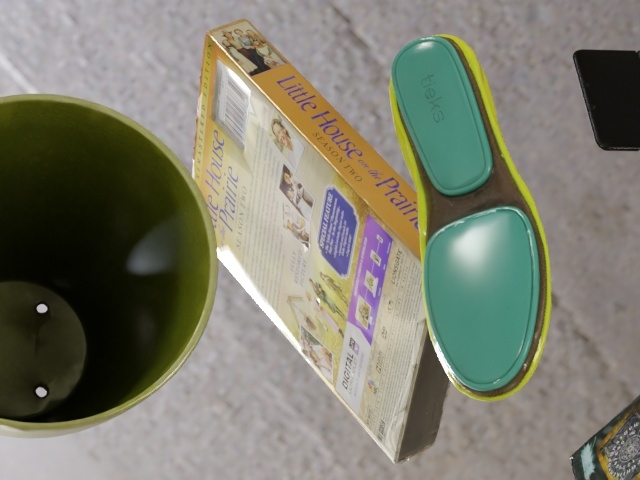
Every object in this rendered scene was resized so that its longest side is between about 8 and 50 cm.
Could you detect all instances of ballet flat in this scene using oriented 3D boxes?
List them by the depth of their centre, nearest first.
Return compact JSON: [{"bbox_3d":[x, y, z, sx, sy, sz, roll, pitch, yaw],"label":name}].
[{"bbox_3d":[0.094,-0.012,1.076,0.077,0.231,0.077,-18,158,16],"label":"ballet flat"}]

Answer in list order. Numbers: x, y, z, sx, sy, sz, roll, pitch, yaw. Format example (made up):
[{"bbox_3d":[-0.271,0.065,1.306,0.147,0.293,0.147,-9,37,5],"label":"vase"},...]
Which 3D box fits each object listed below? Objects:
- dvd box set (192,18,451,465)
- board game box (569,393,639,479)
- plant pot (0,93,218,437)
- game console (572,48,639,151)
[{"bbox_3d":[0.000,0.000,1.988,0.420,0.062,0.308,47,146,32],"label":"dvd box set"},{"bbox_3d":[0.269,0.197,1.537,0.026,0.186,0.126,39,111,-15],"label":"board game box"},{"bbox_3d":[-0.245,0.057,1.558,0.275,0.275,0.293,39,158,2],"label":"plant pot"},{"bbox_3d":[0.290,-0.113,1.688,0.071,0.122,0.107,-20,142,16],"label":"game console"}]
